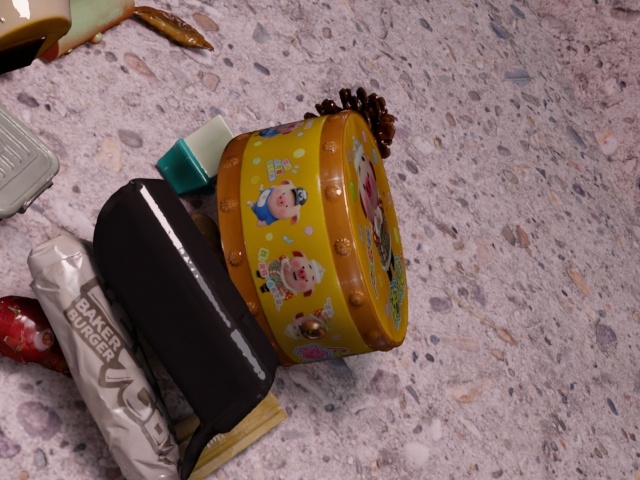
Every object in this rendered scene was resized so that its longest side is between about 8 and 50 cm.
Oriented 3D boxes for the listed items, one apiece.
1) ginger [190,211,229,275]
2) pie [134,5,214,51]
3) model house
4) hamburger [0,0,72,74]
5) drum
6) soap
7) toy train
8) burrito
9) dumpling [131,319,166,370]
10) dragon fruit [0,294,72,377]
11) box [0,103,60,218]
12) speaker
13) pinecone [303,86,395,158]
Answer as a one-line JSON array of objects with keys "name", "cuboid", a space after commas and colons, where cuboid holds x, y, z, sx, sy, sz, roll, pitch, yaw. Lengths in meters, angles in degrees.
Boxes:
[{"name": "ginger", "cuboid": [-0.180, 0.067, 1.524, 0.334, 0.081, 0.148, -108, -179, -66]}, {"name": "pie", "cuboid": [-0.306, -0.438, 1.866, 0.191, 0.033, 0.088, 22, 33, -30]}, {"name": "model house", "cuboid": [-0.213, -0.143, 1.668, 0.100, 0.149, 0.127, 58, -4, 4]}, {"name": "hamburger", "cuboid": [-0.509, -0.343, 1.396, 0.227, 0.295, 0.151, -26, 92, -44]}, {"name": "drum", "cuboid": [0.000, 0.000, 1.553, 0.431, 0.214, 0.431, -12, 90, -76]}, {"name": "soap", "cuboid": [-0.160, 0.303, 1.455, 0.252, 0.037, 0.092, -26, 81, -50]}, {"name": "toy train", "cuboid": [-0.455, -0.437, 1.666, 0.177, 0.116, 0.285, 57, 37, -15]}, {"name": "burrito", "cuboid": [-0.290, 0.199, 1.296, 0.139, 0.101, 0.446, -83, 151, -82]}, {"name": "dumpling", "cuboid": [-0.279, 0.114, 1.415, 0.166, 0.216, 0.126, -28, 43, -24]}, {"name": "dragon fruit", "cuboid": [-0.395, 0.143, 1.303, 0.190, 0.094, 0.094, 38, 41, -27]}, {"name": "box", "cuboid": [-0.526, -0.119, 1.333, 0.243, 0.135, 0.163, 43, 41, -13]}, {"name": "speaker", "cuboid": [-0.208, 0.115, 1.287, 0.388, 0.184, 0.180, 59, 3, -2]}, {"name": "pinecone", "cuboid": [0.054, -0.229, 1.945, 0.207, 0.207, 0.208, 25, 47, -30]}]
